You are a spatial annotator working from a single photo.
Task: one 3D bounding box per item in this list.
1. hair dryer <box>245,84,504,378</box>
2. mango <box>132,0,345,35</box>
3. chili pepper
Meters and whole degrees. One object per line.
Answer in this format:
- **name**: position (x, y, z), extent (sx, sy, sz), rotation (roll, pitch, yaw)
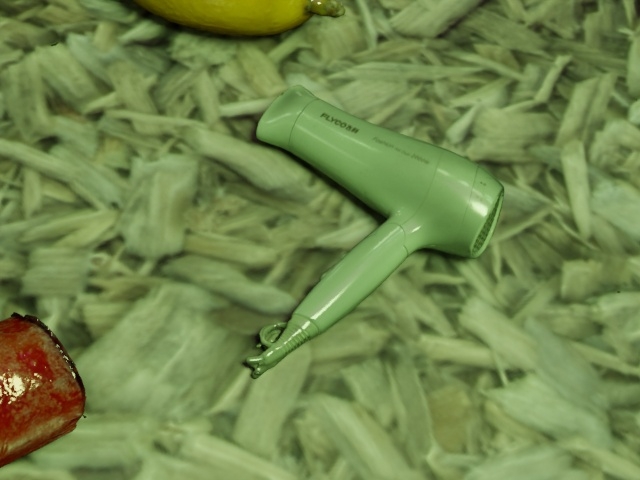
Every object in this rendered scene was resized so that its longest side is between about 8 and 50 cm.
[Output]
- **hair dryer**: position (0.000, 0.000, 0.839), extent (0.206, 0.075, 0.237), rotation (28, 62, 19)
- **mango**: position (-0.109, -0.271, 0.971), extent (0.317, 0.119, 0.176), rotation (28, 63, 14)
- **chili pepper**: position (-0.247, 0.112, 0.689), extent (0.192, 0.084, 0.086), rotation (-22, 44, -29)
